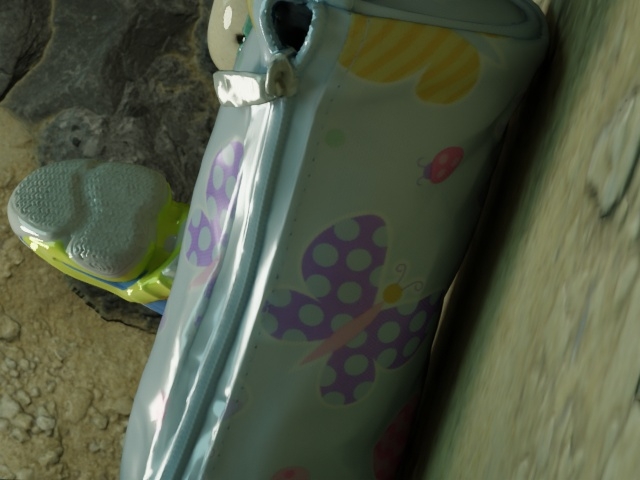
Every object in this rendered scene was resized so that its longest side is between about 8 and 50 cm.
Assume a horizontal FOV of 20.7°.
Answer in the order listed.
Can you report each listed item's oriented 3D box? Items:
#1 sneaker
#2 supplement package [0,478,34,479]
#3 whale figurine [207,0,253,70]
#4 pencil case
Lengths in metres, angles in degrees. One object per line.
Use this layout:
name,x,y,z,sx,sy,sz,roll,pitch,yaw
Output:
sneaker,-0.090,0.031,1.131,0.091,0.240,0.126,-57,-25,-36
supplement package,-0.163,0.217,0.621,0.262,0.145,0.204,-110,23,-79
whale figurine,0.018,-0.224,1.544,0.272,0.141,0.216,-42,-22,-45
pencil case,-0.005,0.019,0.658,0.124,0.113,0.273,-44,-27,-62
